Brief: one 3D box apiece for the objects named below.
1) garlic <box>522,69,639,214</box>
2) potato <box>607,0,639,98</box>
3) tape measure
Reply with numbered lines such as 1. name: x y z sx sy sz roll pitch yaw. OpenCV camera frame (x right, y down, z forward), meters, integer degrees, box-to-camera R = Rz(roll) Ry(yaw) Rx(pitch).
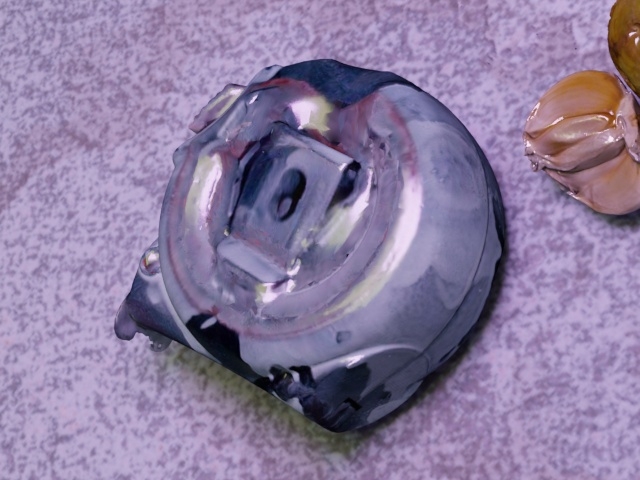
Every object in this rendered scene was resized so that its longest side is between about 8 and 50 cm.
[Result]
1. garlic: 0.202 -0.069 1.414 0.094 0.074 0.113 -31 62 32
2. potato: 0.287 -0.155 1.376 0.176 0.137 0.137 -20 59 -5
3. tape measure: 0.000 0.000 1.455 0.256 0.147 0.275 26 85 34
